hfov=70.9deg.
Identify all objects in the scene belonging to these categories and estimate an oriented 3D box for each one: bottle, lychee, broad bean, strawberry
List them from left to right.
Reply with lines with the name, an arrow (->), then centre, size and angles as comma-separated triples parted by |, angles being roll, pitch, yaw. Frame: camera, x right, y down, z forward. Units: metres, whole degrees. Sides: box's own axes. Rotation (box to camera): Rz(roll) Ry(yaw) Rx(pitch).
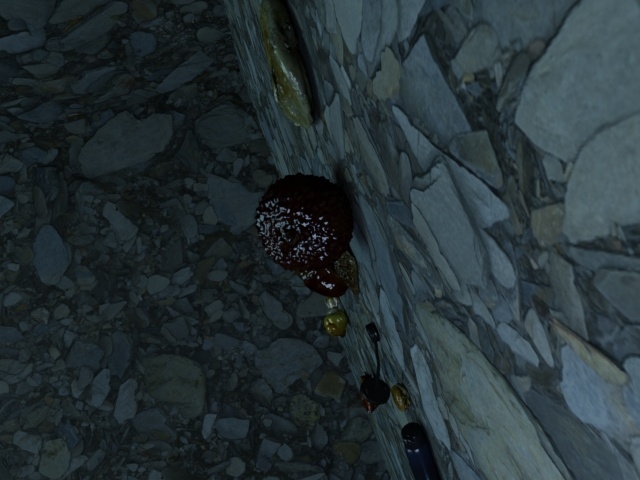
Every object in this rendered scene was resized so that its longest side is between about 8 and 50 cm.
lychee -> -0.042, -0.045, 1.159 | 0.300, 0.264, 0.264 | -49, -59, -69
broad bean -> 0.003, 0.131, 1.690 | 0.228, 0.122, 0.156 | 33, 156, -20
strawberry -> 0.221, 0.665, 1.984 | 0.192, 0.085, 0.140 | 176, 92, -81
bottle -> 0.297, 0.646, 1.299 | 0.072, 0.082, 0.244 | -11, 103, 39

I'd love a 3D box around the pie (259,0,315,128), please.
pie -> -0.094, -0.451, 1.162 | 0.339, 0.077, 0.339 | 160, 90, -85

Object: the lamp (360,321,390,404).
lamp -> 0.172, 0.444, 1.567 | 0.130, 0.108, 0.371 | -115, 7, -46

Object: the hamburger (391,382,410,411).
hamburger -> 0.241, 0.472, 1.352 | 0.083, 0.044, 0.076 | 154, 95, -82

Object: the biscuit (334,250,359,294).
biscuit -> 0.081, 0.088, 1.495 | 0.131, 0.025, 0.231 | 50, 165, 32

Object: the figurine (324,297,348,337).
figurine -> 0.073, 0.376, 2.287 | 0.156, 0.131, 0.246 | -39, 46, 42
